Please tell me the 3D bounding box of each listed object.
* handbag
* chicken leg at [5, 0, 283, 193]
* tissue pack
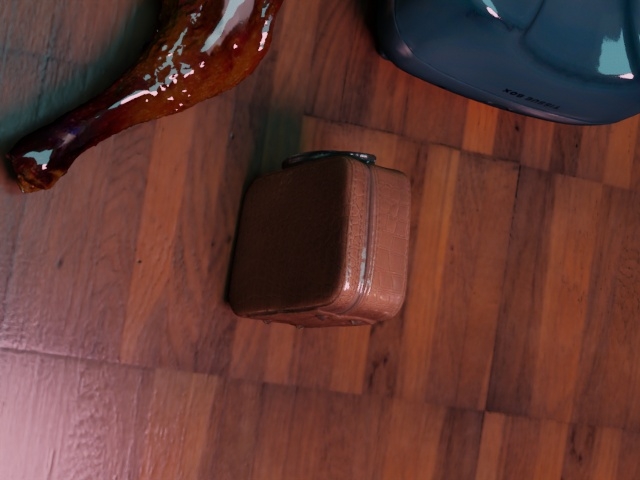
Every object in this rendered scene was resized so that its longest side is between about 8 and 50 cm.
[{"bbox_3d":[0.000,0.000,1.300,0.072,0.193,0.151,13,80,-29],"label":"handbag"},{"bbox_3d":[-0.118,-0.194,1.291,0.158,0.096,0.407,36,75,-22],"label":"chicken leg"},{"bbox_3d":[0.193,-0.221,1.403,0.287,0.206,0.198,13,76,-29],"label":"tissue pack"}]
